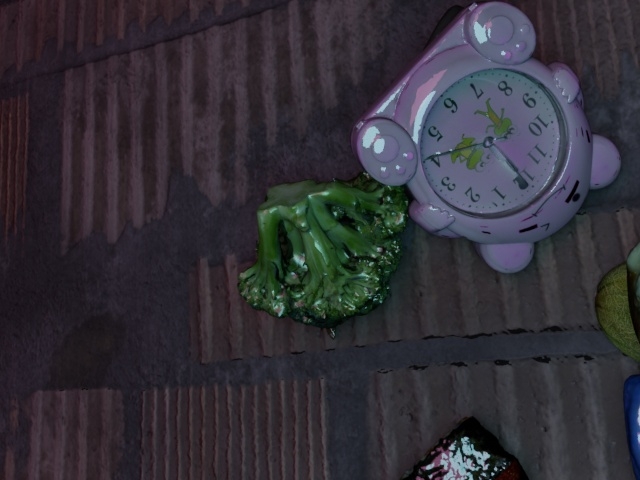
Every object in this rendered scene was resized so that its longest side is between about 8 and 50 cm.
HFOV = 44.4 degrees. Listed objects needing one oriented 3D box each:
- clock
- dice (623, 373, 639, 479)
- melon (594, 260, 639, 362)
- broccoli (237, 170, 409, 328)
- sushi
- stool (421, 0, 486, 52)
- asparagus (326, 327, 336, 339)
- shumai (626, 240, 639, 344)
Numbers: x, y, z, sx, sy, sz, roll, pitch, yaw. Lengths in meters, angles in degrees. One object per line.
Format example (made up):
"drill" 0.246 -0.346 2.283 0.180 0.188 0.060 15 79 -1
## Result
"clock" 0.235 -0.132 1.090 0.322 0.113 0.295 42 97 -14
"dice" 0.457 0.237 0.973 0.143 0.146 0.146 -8 80 22
"melon" 0.430 0.087 1.052 0.128 0.079 0.160 9 84 26
"broccoli" 0.000 0.000 1.201 0.295 0.245 0.265 -33 46 -11
"sushi" 0.172 0.352 1.094 0.225 0.136 0.126 -41 73 8
"stool" 0.216 -0.247 1.209 0.139 0.228 0.153 30 50 8
"asparagus" -0.027 0.067 1.316 0.023 0.022 0.232 -24 64 -13
"shumai" 0.484 0.058 0.867 0.264 0.304 0.309 -21 96 4
